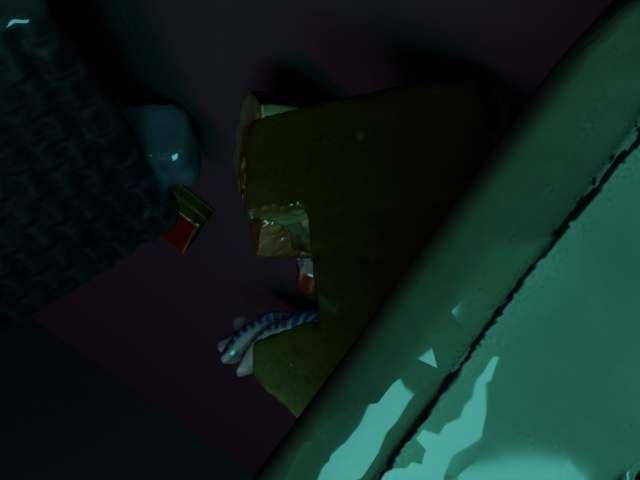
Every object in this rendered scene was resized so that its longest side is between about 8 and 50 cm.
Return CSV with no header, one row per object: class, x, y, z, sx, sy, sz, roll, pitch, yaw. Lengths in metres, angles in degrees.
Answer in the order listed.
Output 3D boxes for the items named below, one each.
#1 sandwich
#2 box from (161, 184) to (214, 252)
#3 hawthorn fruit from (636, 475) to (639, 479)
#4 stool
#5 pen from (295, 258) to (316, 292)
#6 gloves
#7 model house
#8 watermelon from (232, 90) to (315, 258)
sandwich,0.044,0.057,0.693,0.128,0.236,0.122,-8,160,15
box,-0.144,-0.034,1.295,0.090,0.023,0.133,41,165,-3
hawthorn fruit,0.183,0.091,0.625,0.179,0.179,0.200,22,146,46
stool,0.138,0.087,0.464,0.269,0.244,0.170,36,-167,5
pen,0.000,0.000,1.047,0.028,0.028,0.239,36,165,6
gloves,-0.003,0.115,1.271,0.229,0.097,0.119,23,146,40
model house,-0.271,-0.106,0.986,0.339,0.297,0.360,-3,155,9
watermelon,-0.004,-0.024,0.858,0.135,0.094,0.125,34,158,-2
